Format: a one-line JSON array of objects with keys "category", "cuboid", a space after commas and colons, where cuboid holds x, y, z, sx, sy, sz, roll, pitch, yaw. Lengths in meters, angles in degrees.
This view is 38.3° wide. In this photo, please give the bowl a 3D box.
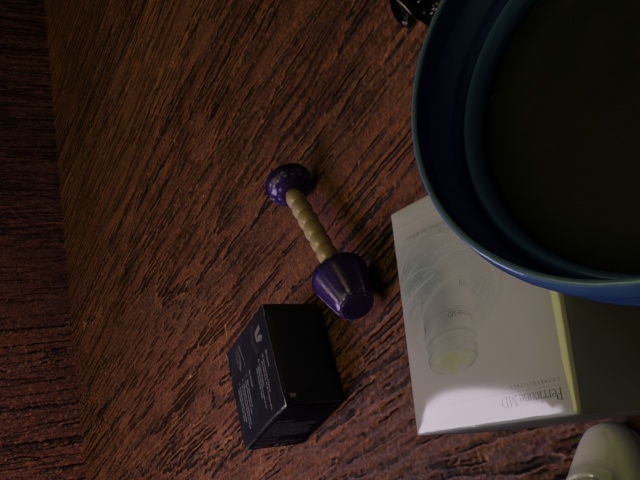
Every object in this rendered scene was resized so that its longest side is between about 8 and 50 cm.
[{"category": "bowl", "cuboid": [0.244, -0.137, 0.645, 0.391, 0.077, 0.391, -22, 53, 33]}]

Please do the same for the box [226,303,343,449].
[{"category": "box", "cuboid": [-0.056, 0.194, 1.317, 0.158, 0.093, 0.156, -54, 43, 48]}]

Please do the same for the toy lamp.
[{"category": "toy lamp", "cuboid": [0.000, 0.000, 1.249, 0.080, 0.080, 0.275, -68, 32, 33]}]

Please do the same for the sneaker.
[{"category": "sneaker", "cuboid": [0.215, 0.245, 0.745, 0.090, 0.094, 0.235, -44, 23, 51]}]

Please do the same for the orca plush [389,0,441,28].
[{"category": "orca plush", "cuboid": [0.095, -0.295, 1.059, 0.151, 0.102, 0.287, -46, 50, 51]}]

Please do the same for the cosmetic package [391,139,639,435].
[{"category": "cosmetic package", "cuboid": [0.187, 0.054, 0.834, 0.224, 0.138, 0.225, -29, 64, 58]}]
